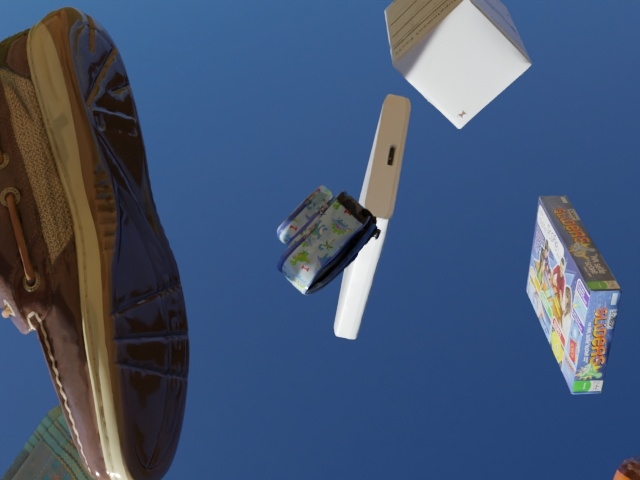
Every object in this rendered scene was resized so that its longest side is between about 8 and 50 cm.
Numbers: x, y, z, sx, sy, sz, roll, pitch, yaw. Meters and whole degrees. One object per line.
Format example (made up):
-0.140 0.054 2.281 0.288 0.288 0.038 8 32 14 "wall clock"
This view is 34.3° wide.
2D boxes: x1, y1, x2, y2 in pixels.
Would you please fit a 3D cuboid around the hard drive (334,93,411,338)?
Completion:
0.080 -0.028 1.646 0.047 0.353 0.233 12 -124 0 "hard drive"

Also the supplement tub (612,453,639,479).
0.331 0.292 1.040 0.106 0.106 0.198 23 -90 48 "supplement tub"

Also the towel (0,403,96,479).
-0.176 0.323 0.751 0.271 0.040 0.370 -51 -128 2 "towel"

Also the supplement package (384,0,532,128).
0.143 -0.221 1.117 0.105 0.105 0.179 -41 -157 22 "supplement package"

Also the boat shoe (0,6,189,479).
-0.185 0.011 0.739 0.123 0.342 0.123 -15 174 16 "boat shoe"

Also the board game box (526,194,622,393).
0.279 0.056 1.162 0.035 0.136 0.201 -2 -148 -4 "board game box"

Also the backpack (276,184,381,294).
0.000 0.000 1.153 0.084 0.105 0.114 41 -92 10 "backpack"
